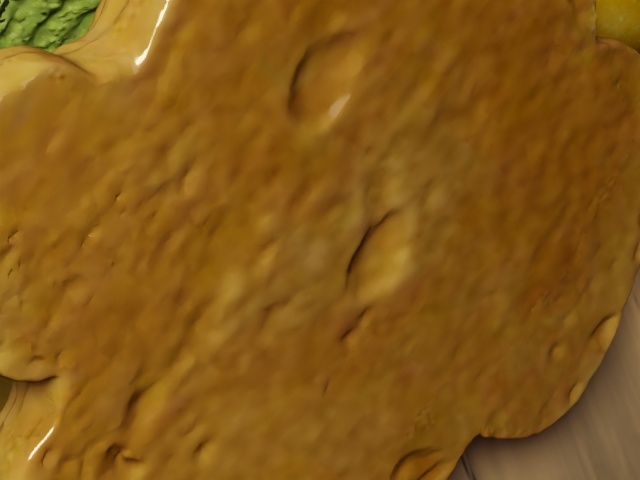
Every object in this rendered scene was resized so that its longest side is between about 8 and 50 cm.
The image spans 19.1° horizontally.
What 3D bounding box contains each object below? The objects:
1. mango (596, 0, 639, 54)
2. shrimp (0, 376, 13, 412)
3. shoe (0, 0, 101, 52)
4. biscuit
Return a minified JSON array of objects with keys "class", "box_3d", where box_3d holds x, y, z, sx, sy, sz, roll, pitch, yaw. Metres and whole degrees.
[{"class":"mango","box_3d":[0.111,-0.131,0.797,0.227,0.099,0.136,10,45,-41]},{"class":"shrimp","box_3d":[-0.216,0.110,0.538,0.445,0.085,0.272,17,64,-33]},{"class":"shoe","box_3d":[-0.090,-0.113,0.638,0.262,0.140,0.128,-9,80,-38]},{"class":"biscuit","box_3d":[-0.003,-0.001,0.642,0.376,0.051,0.269,6,103,-51]}]
